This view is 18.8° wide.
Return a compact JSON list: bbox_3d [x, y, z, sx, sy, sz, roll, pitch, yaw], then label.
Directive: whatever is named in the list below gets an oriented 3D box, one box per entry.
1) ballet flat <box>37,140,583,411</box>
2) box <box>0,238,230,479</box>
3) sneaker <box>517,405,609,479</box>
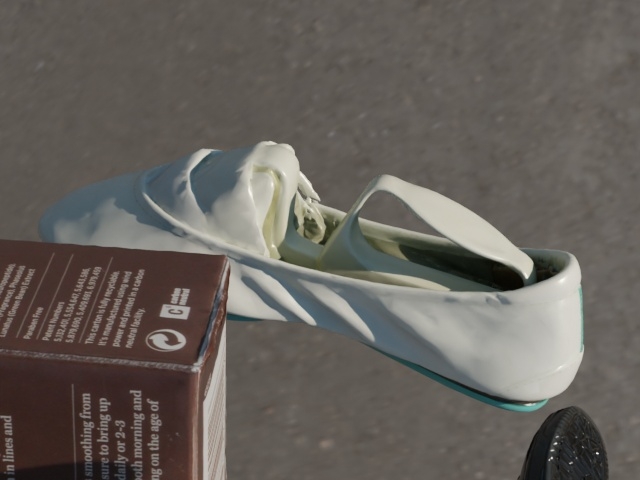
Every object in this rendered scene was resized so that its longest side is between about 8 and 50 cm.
[{"bbox_3d":[0.000,0.000,1.367,0.400,0.139,0.139,17,68,6],"label":"ballet flat"},{"bbox_3d":[-0.248,0.106,1.164,0.381,0.191,0.143,4,29,3],"label":"box"},{"bbox_3d":[0.083,0.157,0.929,0.051,0.089,0.170,46,40,-28],"label":"sneaker"}]
